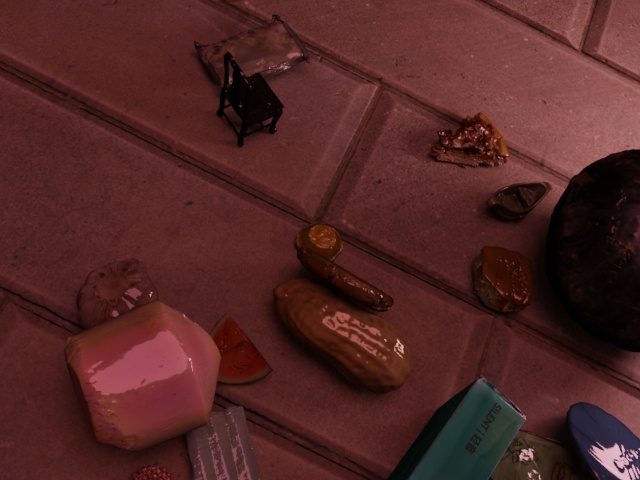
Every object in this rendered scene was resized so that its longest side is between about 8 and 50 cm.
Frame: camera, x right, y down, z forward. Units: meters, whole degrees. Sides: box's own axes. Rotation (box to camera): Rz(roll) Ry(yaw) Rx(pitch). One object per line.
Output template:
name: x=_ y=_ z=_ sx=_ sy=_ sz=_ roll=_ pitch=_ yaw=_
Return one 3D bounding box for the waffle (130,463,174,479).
waffle: x=-0.285 y=0.421 z=1.379 sx=0.075 sy=0.029 sz=0.083 roll=-12 pitch=64 yaw=-23

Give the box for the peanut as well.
peanut: x=0.038 y=0.176 z=1.552 sx=0.305 sy=0.147 sz=0.147 roll=33 pitch=58 yaw=2

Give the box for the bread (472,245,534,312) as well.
bread: x=0.391 y=0.084 z=1.750 sx=0.127 sy=0.069 sz=0.140 roll=12 pitch=58 yaw=-9

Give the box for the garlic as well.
garlic: x=-0.371 y=0.112 z=1.483 sx=0.147 sy=0.102 sz=0.159 roll=2 pitch=49 yaw=-1

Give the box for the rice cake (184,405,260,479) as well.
rice cake: x=-0.164 y=0.414 z=1.411 sx=0.127 sy=0.043 sz=0.237 roll=-11 pitch=65 yaw=-21

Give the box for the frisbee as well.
frisbee: x=0.592 y=0.422 z=1.553 sx=0.289 sy=0.049 sz=0.290 roll=31 pitch=28 yaw=-18

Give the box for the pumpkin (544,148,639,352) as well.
pumpkin: x=0.698 y=0.021 z=1.718 sx=0.454 sy=0.344 sz=0.455 roll=4 pitch=64 yaw=-9

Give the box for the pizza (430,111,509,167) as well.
pizza: x=0.344 y=-0.236 z=1.911 sx=0.193 sy=0.069 sz=0.154 roll=-15 pitch=68 yaw=-26

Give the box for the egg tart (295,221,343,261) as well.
egg tart: x=0.000 y=0.000 z=1.693 sx=0.105 sy=0.039 sz=0.105 roll=7 pitch=58 yaw=-12

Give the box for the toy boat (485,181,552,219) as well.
toy boat: x=0.447 y=-0.092 z=1.862 sx=0.184 sy=0.071 sz=0.089 roll=-16 pitch=67 yaw=-25

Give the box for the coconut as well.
coconut: x=-0.288 y=0.227 z=1.373 sx=0.245 sy=0.233 sz=0.233 roll=-20 pitch=69 yaw=-25

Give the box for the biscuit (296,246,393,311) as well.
biscuit: x=0.045 y=0.077 z=1.574 sx=0.225 sy=0.226 sz=0.042 roll=30 pitch=91 yaw=1

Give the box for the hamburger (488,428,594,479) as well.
hamburger: x=0.409 y=0.478 z=1.490 sx=0.260 sy=0.150 sz=0.276 roll=39 pitch=59 yaw=8

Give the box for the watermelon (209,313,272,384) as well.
watermelon: x=-0.145 y=0.204 z=1.504 sx=0.135 sy=0.094 sz=0.125 roll=26 pitch=50 yaw=-7

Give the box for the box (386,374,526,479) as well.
box: x=0.211 y=0.411 z=1.433 sx=0.118 sy=0.205 sz=0.311 roll=40 pitch=58 yaw=5

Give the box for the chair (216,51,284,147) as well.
chair: x=-0.145 y=-0.310 z=1.709 sx=0.113 sy=0.229 sz=0.106 roll=-29 pitch=74 yaw=-25

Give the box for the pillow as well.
pillow: x=-0.156 y=-0.427 z=1.871 sx=0.255 sy=0.059 sz=0.169 roll=-25 pitch=71 yaw=-26
